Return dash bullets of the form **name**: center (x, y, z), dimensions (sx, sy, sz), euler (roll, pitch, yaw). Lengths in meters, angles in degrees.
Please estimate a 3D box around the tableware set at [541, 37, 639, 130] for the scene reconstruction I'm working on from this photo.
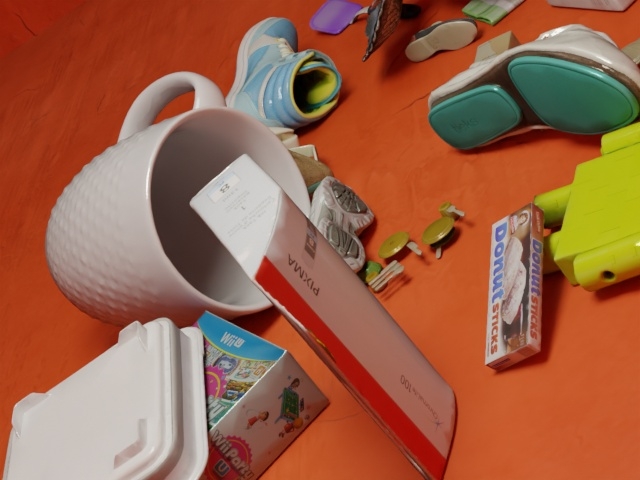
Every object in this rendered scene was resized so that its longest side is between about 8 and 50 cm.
- **tableware set**: center (0.344, -0.197, 1.744), dimensions (0.168, 0.020, 0.141), euler (-47, 21, -10)

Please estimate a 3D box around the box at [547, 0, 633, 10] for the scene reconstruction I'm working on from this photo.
- **box**: center (0.363, -0.426, 1.912), dimensions (0.119, 0.181, 0.182), euler (-44, 26, -11)

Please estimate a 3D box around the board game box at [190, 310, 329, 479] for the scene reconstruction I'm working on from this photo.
- **board game box**: center (-0.166, 0.240, 1.607), dimensions (0.303, 0.097, 0.224), euler (-45, 27, -15)

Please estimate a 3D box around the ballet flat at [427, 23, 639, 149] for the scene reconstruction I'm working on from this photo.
- **ballet flat**: center (0.275, -0.201, 1.684), dimensions (0.139, 0.139, 0.400), euler (-49, 19, -21)

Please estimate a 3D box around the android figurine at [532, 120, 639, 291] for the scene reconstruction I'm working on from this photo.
- **android figurine**: center (0.341, -0.045, 1.458), dimensions (0.273, 0.056, 0.248), euler (-20, 30, 37)

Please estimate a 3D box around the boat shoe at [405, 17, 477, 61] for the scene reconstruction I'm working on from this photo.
- **boat shoe**: center (0.189, -0.316, 2.119), dimensions (0.137, 0.049, 0.043), euler (-19, 29, 45)

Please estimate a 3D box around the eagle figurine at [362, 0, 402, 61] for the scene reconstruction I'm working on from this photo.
- **eagle figurine**: center (0.132, -0.413, 2.175), dimensions (0.226, 0.225, 0.298), euler (-62, 40, 35)

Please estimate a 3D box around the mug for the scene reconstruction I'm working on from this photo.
- **mug**: center (-0.216, -0.056, 1.901), dimensions (0.328, 0.276, 0.374), euler (-16, 63, 46)

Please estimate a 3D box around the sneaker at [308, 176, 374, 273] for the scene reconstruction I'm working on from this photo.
- **sneaker**: center (0.000, 0.000, 1.799), dimensions (0.115, 0.090, 0.232), euler (-47, 11, 26)

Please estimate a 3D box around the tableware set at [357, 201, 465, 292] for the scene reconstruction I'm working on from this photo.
- **tableware set**: center (0.113, 0.010, 1.708), dimensions (0.154, 0.024, 0.104), euler (-41, 22, -4)

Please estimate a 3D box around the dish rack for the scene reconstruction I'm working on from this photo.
- **dish rack**: center (-0.261, 0.226, 1.567), dimensions (0.286, 0.072, 0.333), euler (-34, 27, 11)

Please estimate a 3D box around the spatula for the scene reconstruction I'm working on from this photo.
- **spatula**: center (0.080, -0.398, 2.415), dimensions (0.084, 0.030, 0.296), euler (-49, 28, -19)

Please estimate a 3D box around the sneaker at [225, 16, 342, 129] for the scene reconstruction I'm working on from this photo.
- **sneaker**: center (-0.040, -0.281, 2.276), dimensions (0.208, 0.127, 0.319), euler (-22, 39, 34)

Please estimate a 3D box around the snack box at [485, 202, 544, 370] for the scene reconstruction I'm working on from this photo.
- **snack box**: center (0.205, 0.048, 1.450), dimensions (0.064, 0.022, 0.178), euler (-34, 38, 45)

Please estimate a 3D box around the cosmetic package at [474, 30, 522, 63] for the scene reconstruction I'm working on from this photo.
- **cosmetic package**: center (0.246, -0.238, 1.918), dimensions (0.060, 0.041, 0.115), euler (-25, 29, 28)

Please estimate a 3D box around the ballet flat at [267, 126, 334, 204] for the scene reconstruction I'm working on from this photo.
- **ballet flat**: center (-0.071, -0.118, 2.079), dimensions (0.124, 0.116, 0.342), euler (-24, 22, -15)

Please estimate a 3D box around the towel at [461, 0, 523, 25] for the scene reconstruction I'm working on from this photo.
- **towel**: center (0.297, -0.395, 2.133), dimensions (0.152, 0.023, 0.113), euler (-41, 25, -4)

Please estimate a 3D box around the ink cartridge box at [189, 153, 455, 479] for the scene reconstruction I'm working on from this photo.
- **ink cartridge box**: center (0.038, 0.092, 1.331), dimensions (0.091, 0.308, 0.385), euler (-41, 26, -3)
